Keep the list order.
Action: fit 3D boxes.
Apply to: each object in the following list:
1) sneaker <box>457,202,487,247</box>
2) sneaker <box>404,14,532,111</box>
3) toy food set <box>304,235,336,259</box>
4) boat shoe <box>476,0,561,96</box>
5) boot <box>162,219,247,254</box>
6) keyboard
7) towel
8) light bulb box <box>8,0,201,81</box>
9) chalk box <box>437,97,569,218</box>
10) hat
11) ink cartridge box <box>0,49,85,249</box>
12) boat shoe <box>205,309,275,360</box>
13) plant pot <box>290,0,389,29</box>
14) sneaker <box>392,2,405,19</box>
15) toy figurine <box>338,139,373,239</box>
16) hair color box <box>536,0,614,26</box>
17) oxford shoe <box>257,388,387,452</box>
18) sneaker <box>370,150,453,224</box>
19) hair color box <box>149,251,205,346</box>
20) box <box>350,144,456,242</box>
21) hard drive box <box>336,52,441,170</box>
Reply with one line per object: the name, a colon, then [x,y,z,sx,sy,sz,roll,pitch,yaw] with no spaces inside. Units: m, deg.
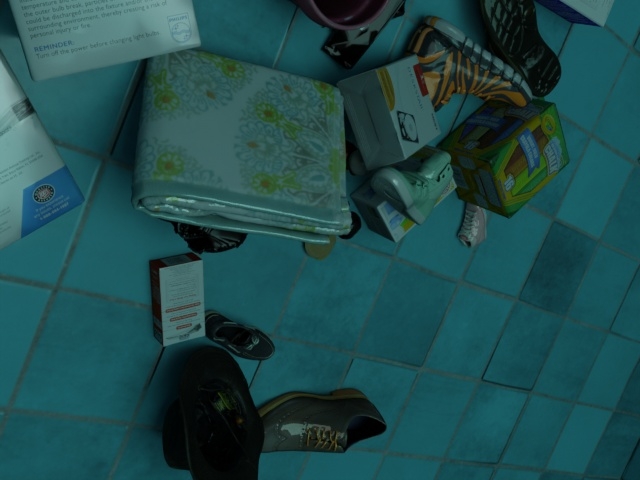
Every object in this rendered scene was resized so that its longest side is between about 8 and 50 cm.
sneaker: [0.375,-0.039,1.882,0.070,0.051,0.134,-34,129,-25]
sneaker: [0.309,-0.340,1.675,0.321,0.124,0.180,28,97,-20]
toy food set: [0.000,0.000,1.657,0.083,0.020,0.083,24,93,-38]
boat shoe: [0.424,-0.461,1.708,0.122,0.120,0.324,-40,121,-6]
boot: [-0.188,-0.029,1.396,0.246,0.207,0.094,17,99,-38]
keyboard: [0.079,-0.445,1.508,0.100,0.038,0.192,36,104,-19]
towel: [-0.126,-0.165,1.309,0.374,0.090,0.321,10,58,-20]
light bulb box: [-0.335,-0.444,1.017,0.225,0.358,0.361,-17,117,-16]
chalk box: [0.455,-0.224,1.783,0.289,0.179,0.180,-41,127,-14]
hat: [-0.242,0.384,1.533,0.133,0.331,0.331,-19,127,18]
ink cartridge box: [-0.542,-0.145,1.153,0.223,0.129,0.308,-33,124,-20]
boat shoe: [-0.167,0.213,1.597,0.206,0.065,0.075,34,87,-39]
plant pot: [0.007,-0.490,1.365,0.201,0.180,0.202,-14,116,-31]
sneaker: [0.162,-0.540,1.518,0.067,0.078,0.188,-4,110,-34]
toy figurine: [-0.007,-0.113,1.525,0.209,0.148,0.213,8,104,-37]
hair color box: [0.554,-0.638,1.734,0.338,0.110,0.185,13,102,-39]
oxford shoe: [-0.008,0.429,1.749,0.363,0.132,0.130,-7,112,-33]
sneaker: [0.190,-0.135,1.522,0.151,0.094,0.256,-56,155,0]
hair color box: [-0.280,0.115,1.488,0.093,0.053,0.167,-12,113,-32]
box: [0.188,-0.111,1.690,0.203,0.103,0.114,-42,126,-14]
hard drive box: [0.143,-0.262,1.513,0.232,0.089,0.181,-40,112,-57]
